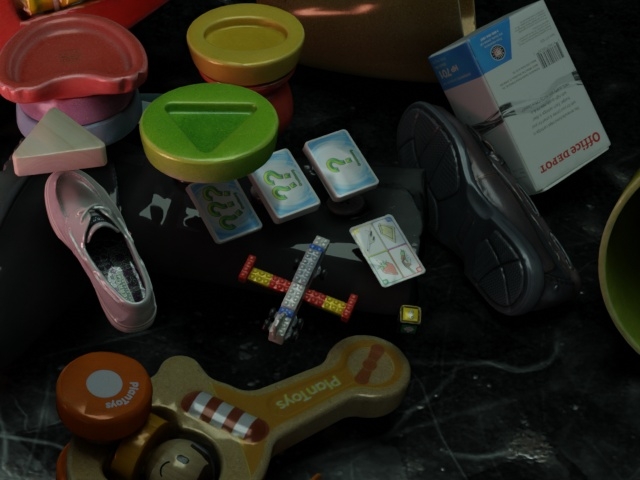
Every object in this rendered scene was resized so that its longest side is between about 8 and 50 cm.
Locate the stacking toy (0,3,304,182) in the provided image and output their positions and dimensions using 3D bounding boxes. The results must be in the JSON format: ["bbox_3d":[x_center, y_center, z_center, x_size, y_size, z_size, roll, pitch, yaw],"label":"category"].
[{"bbox_3d":[-0.167,-0.110,1.492,0.308,0.130,0.280,-1,40,-1],"label":"stacking toy"}]

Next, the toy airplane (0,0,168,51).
[{"bbox_3d":[-0.235,-0.350,1.740,0.272,0.386,0.384,52,29,-10],"label":"toy airplane"}]

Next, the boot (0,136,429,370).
[{"bbox_3d":[-0.118,0.026,1.519,0.445,0.146,0.367,12,44,1],"label":"boot"}]

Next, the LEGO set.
[{"bbox_3d":[0.000,0.000,1.433,0.182,0.060,0.244,-20,61,-19],"label":"LEGO set"}]

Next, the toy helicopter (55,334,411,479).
[{"bbox_3d":[-0.055,0.182,1.343,0.355,0.140,0.235,-22,50,-30],"label":"toy helicopter"}]

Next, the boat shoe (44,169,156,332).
[{"bbox_3d":[-0.206,-0.001,1.389,0.066,0.063,0.184,-16,65,-19],"label":"boat shoe"}]

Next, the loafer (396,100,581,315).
[{"bbox_3d":[0.182,-0.035,1.648,0.095,0.109,0.303,1,44,-34],"label":"loafer"}]

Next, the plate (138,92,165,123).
[{"bbox_3d":[-0.159,-0.150,1.716,0.188,0.024,0.188,7,11,-1],"label":"plate"}]

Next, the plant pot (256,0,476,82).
[{"bbox_3d":[0.057,-0.301,1.849,0.254,0.237,0.237,-4,40,12],"label":"plant pot"}]

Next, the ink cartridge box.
[{"bbox_3d":[0.230,-0.160,1.711,0.139,0.191,0.082,-31,10,-34],"label":"ink cartridge box"}]

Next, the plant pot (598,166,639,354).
[{"bbox_3d":[0.440,-0.031,1.560,0.274,0.275,0.293,13,27,9],"label":"plant pot"}]
